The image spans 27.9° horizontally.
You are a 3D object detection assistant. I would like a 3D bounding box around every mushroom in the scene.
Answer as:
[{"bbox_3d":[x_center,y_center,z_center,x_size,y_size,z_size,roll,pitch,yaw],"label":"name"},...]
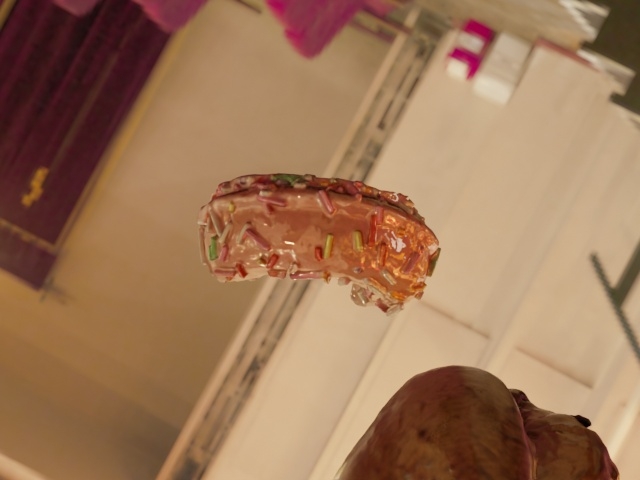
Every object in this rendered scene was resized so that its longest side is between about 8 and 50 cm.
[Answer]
[{"bbox_3d":[0.105,0.212,0.922,0.195,0.263,0.283,-7,-166,29],"label":"mushroom"}]

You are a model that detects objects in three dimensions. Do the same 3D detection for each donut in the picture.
[{"bbox_3d":[0.000,0.000,0.834,0.166,0.065,0.117,6,162,-2],"label":"donut"}]
